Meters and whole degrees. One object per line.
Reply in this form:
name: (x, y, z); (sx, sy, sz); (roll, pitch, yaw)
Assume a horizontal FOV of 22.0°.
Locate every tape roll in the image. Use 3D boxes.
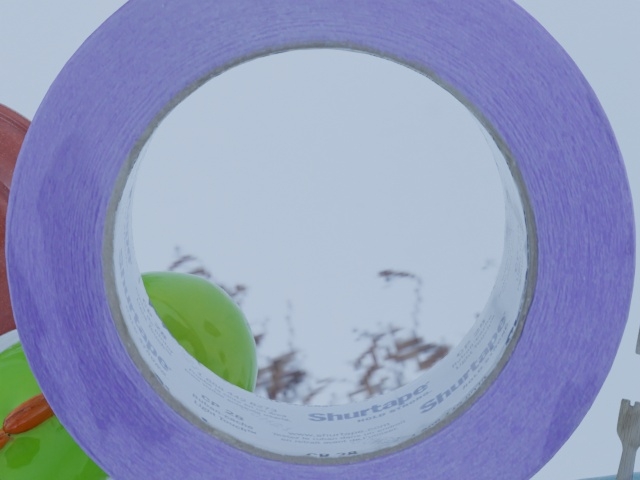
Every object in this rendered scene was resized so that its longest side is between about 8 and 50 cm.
tape roll: (0.000, 0.000, 0.753); (0.275, 0.090, 0.275); (0, -79, 0)

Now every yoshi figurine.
yoshi figurine: (-0.156, 0.130, 1.012); (0.203, 0.203, 0.362); (32, -42, -16)

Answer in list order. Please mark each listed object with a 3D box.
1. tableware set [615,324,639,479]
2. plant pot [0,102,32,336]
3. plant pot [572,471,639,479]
tableware set: (0.228, 0.090, 0.895); (0.128, 0.039, 0.194); (10, -75, 15)
plant pot: (-0.369, 0.045, 1.525); (0.272, 0.265, 0.272); (25, -45, 27)
plant pot: (0.231, 0.280, 1.136); (0.247, 0.252, 0.248); (-29, -140, 62)
